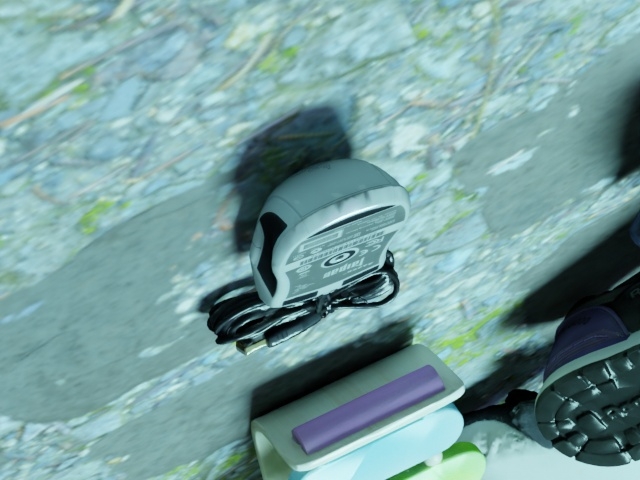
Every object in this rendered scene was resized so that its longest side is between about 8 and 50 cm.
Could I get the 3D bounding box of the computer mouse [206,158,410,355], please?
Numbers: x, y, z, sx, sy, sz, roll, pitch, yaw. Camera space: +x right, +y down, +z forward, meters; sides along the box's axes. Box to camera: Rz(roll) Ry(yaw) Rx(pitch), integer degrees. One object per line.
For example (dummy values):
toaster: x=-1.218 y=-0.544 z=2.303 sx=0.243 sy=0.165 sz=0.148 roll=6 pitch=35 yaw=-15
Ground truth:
computer mouse: x=0.000 y=0.000 z=0.932 sx=0.106 sy=0.042 sz=0.193 roll=-19 pitch=164 yaw=-14

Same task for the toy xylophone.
toy xylophone: x=0.014 y=0.204 z=1.258 sx=0.236 sy=0.081 sz=0.323 roll=-30 pitch=137 yaw=-7

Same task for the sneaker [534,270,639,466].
sneaker: x=0.262 y=0.035 z=1.230 sx=0.283 sy=0.124 sz=0.107 roll=-22 pitch=122 yaw=29

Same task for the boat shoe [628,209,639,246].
boat shoe: x=0.304 y=-0.083 z=1.071 sx=0.340 sy=0.127 sz=0.158 roll=-43 pitch=-167 yaw=-1

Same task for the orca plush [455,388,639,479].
orca plush: x=0.138 y=0.159 z=1.411 sx=0.287 sy=0.151 sz=0.102 roll=-22 pitch=-151 yaw=24
